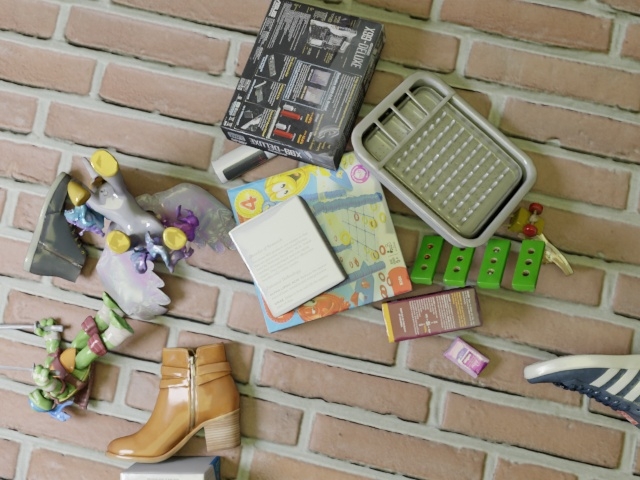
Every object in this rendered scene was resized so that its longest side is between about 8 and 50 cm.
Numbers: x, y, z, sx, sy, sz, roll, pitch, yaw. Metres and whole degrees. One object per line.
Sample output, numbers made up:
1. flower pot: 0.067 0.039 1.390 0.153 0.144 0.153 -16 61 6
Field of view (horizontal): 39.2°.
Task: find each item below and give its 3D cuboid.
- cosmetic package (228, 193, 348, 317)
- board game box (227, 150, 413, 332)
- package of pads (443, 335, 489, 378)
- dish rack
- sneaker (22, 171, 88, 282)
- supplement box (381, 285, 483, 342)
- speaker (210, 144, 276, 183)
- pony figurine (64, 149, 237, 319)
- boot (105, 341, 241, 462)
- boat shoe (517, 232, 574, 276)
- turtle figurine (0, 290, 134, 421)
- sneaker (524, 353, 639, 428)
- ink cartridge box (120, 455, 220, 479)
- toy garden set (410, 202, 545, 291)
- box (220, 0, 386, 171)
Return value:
1. cosmetic package: -0.057 0.030 1.708 0.151 0.151 0.183 -30 85 3
2. board game box: 0.000 0.000 1.825 0.302 0.086 0.308 -17 87 3
3. package of pads: 0.296 0.237 1.822 0.083 0.032 0.050 37 93 5
4. dish rack: 0.238 -0.152 1.776 0.333 0.072 0.285 42 58 5
5. sneaker: -0.531 -0.026 1.877 0.118 0.083 0.222 18 82 -14
6. supplement box: 0.221 0.147 1.794 0.188 0.104 0.081 -11 88 3
7. speaker: -0.155 -0.172 1.859 0.136 0.055 0.055 -28 86 2
8. pony figurine: -0.350 -0.032 1.755 0.303 0.363 0.351 -43 101 -6
9. boot: -0.306 0.328 1.819 0.283 0.109 0.220 -9 88 1
10. boat shoe: 0.454 0.025 1.814 0.045 0.050 0.135 -42 76 5
11. turtle figurine: -0.529 0.206 1.799 0.266 0.198 0.274 -41 89 -2
12. sneaker: 0.577 0.294 1.750 0.350 0.131 0.148 -2 83 4
13. ink cartridge box: -0.292 0.559 1.779 0.168 0.171 0.232 -1 88 4
14. toy garden set: 0.325 0.015 1.780 0.244 0.049 0.204 3 53 27
15. box: -0.031 -0.318 1.799 0.242 0.076 0.307 17 77 12
